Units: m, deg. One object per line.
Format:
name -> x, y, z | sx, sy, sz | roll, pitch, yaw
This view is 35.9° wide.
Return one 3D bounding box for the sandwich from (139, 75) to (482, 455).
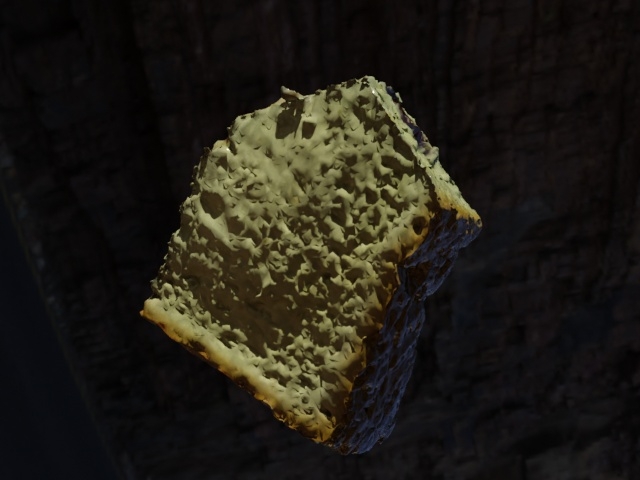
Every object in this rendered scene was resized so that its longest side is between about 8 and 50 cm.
sandwich -> 0.000, 0.000, 0.944 | 0.131, 0.262, 0.325 | 3, 113, -58
